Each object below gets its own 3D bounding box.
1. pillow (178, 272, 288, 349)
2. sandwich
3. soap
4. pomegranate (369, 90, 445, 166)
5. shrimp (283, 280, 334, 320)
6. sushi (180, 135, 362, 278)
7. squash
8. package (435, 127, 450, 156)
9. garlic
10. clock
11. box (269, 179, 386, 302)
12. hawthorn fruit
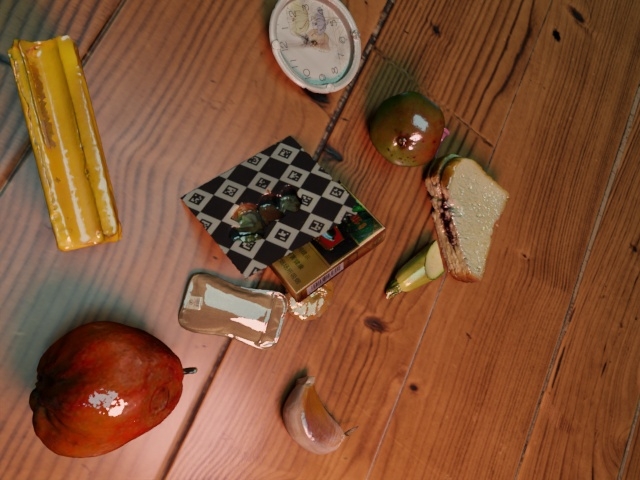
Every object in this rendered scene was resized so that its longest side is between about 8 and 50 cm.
[{"bbox_3d":[-0.179,0.151,0.978,0.217,0.033,0.130,16,88,-18],"label":"pillow"},{"bbox_3d":[0.361,-0.062,1.226,0.254,0.099,0.289,28,77,-30],"label":"sandwich"},{"bbox_3d":[-0.415,-0.147,0.777,0.096,0.204,0.325,-14,95,-23],"label":"soap"},{"bbox_3d":[0.212,-0.278,1.131,0.180,0.179,0.210,44,35,-19],"label":"pomegranate"},{"bbox_3d":[-0.017,0.076,1.057,0.115,0.051,0.217,19,76,-24],"label":"shrimp"},{"bbox_3d":[-0.099,-0.067,0.973,0.289,0.050,0.264,-33,63,-22],"label":"sushi"},{"bbox_3d":[0.244,0.084,1.178,0.200,0.075,0.090,-36,131,-21],"label":"squash"},{"bbox_3d":[0.305,-0.269,1.241,0.059,0.029,0.083,32,84,-20],"label":"package"},{"bbox_3d":[-0.001,0.410,1.046,0.198,0.090,0.129,47,58,-14],"label":"garlic"},{"bbox_3d":[-0.015,-0.450,1.066,0.236,0.053,0.237,-1,92,-28],"label":"clock"},{"bbox_3d":[0.000,0.000,1.000,0.240,0.071,0.159,-36,64,-14],"label":"box"},{"bbox_3d":[-0.344,0.249,0.806,0.260,0.224,0.225,7,86,-39],"label":"hawthorn fruit"}]
